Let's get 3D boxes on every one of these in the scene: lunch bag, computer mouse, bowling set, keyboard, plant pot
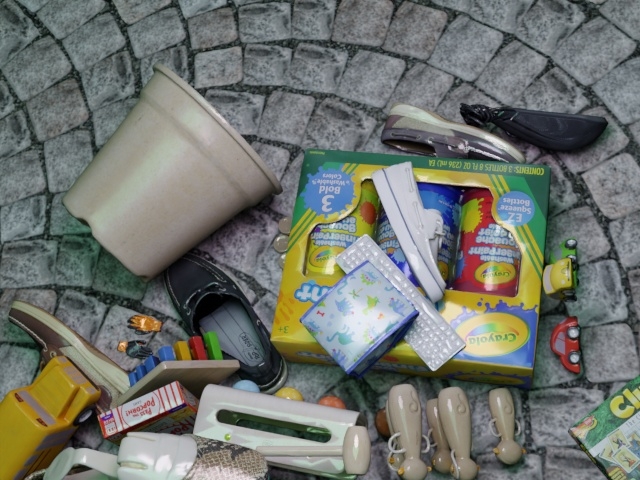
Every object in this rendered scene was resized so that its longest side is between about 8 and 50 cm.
[{"bbox_3d":[0.066,0.125,1.635,0.151,0.096,0.129,-46,70,5],"label":"lunch bag"},{"bbox_3d":[0.394,-0.207,1.883,0.272,0.188,0.072,6,97,1],"label":"computer mouse"},{"bbox_3d":[0.184,0.337,1.685,0.287,0.200,0.154,7,66,-32],"label":"bowling set"},{"bbox_3d":[0.130,0.100,1.674,0.072,0.014,0.256,-40,70,-3],"label":"keyboard"},{"bbox_3d":[-0.294,-0.103,1.868,0.305,0.334,0.334,-45,66,-6],"label":"plant pot"}]

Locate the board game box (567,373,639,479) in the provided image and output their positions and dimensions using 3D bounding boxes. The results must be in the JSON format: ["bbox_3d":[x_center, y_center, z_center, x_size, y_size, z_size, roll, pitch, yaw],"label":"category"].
[{"bbox_3d":[0.557,0.290,1.683,0.260,0.030,0.136,-36,63,-6],"label":"board game box"}]

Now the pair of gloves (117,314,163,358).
[{"bbox_3d":[-0.343,0.182,1.922,0.074,0.010,0.083,11,70,16],"label":"pair of gloves"}]

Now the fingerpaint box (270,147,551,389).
[{"bbox_3d":[0.167,0.045,1.785,0.445,0.163,0.371,6,70,12],"label":"fingerpaint box"}]

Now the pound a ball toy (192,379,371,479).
[{"bbox_3d":[-0.050,0.309,1.695,0.319,0.208,0.135,8,73,15],"label":"pound a ball toy"}]

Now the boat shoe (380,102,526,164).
[{"bbox_3d":[0.246,-0.174,1.916,0.285,0.103,0.092,24,82,20],"label":"boat shoe"}]

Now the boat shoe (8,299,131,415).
[{"bbox_3d":[-0.467,0.237,1.866,0.342,0.123,0.123,34,76,16],"label":"boat shoe"}]

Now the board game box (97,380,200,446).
[{"bbox_3d":[-0.278,0.314,1.749,0.147,0.193,0.045,-24,65,1],"label":"board game box"}]

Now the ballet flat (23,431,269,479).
[{"bbox_3d":[-0.315,0.392,1.632,0.483,0.182,0.164,-19,34,33],"label":"ballet flat"}]

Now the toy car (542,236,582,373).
[{"bbox_3d":[0.418,0.080,1.744,0.053,0.239,0.225,-3,37,16],"label":"toy car"}]

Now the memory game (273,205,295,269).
[{"bbox_3d":[0.000,0.000,1.932,0.186,0.012,0.186,-4,66,10],"label":"memory game"}]

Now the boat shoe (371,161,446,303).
[{"bbox_3d":[0.163,-0.022,1.673,0.084,0.095,0.258,-23,67,4],"label":"boat shoe"}]

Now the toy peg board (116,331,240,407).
[{"bbox_3d":[-0.256,0.222,1.769,0.161,0.161,0.079,-40,58,37],"label":"toy peg board"}]

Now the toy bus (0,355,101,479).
[{"bbox_3d":[-0.531,0.359,1.771,0.108,0.130,0.332,42,104,17],"label":"toy bus"}]

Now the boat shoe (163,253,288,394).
[{"bbox_3d":[-0.189,0.135,1.854,0.127,0.113,0.340,-34,65,-5],"label":"boat shoe"}]
